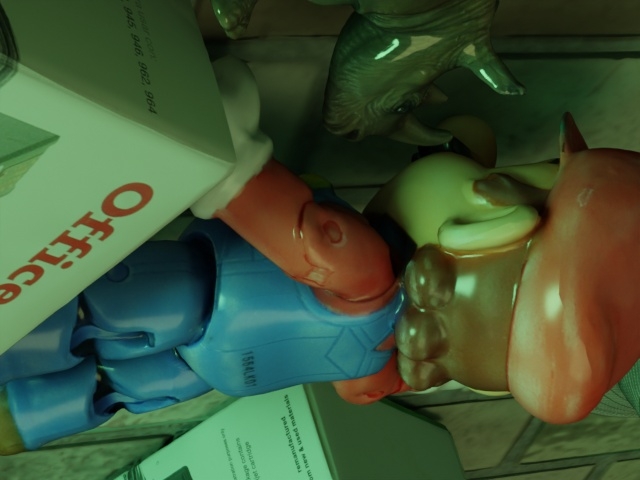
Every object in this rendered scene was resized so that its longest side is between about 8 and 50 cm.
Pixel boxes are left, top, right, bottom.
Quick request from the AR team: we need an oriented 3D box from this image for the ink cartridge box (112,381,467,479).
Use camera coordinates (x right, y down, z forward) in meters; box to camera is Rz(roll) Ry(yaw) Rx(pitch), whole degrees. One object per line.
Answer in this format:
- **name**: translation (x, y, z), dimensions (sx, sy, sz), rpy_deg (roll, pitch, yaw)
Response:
- **ink cartridge box**: translation (-0.037, 0.170, 0.988), dimensions (0.208, 0.087, 0.153), rpy_deg (-34, 144, 24)

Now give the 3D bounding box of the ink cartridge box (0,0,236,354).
- **ink cartridge box**: translation (-0.191, -0.051, 0.551), dimensions (0.198, 0.114, 0.273), rpy_deg (-36, 144, 25)

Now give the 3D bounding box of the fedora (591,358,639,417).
- **fedora**: translation (0.272, 0.076, 0.972), dimensions (0.244, 0.124, 0.275), rpy_deg (6, 140, -32)

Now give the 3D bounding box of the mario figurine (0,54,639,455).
- **mario figurine**: translation (0.000, 0.000, 0.762), dimensions (0.321, 0.170, 0.198), rpy_deg (-6, -177, -1)

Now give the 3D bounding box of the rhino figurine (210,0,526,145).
- **rhino figurine**: translation (0.010, -0.108, 0.586), dimensions (0.106, 0.073, 0.243), rpy_deg (-22, 137, 6)
